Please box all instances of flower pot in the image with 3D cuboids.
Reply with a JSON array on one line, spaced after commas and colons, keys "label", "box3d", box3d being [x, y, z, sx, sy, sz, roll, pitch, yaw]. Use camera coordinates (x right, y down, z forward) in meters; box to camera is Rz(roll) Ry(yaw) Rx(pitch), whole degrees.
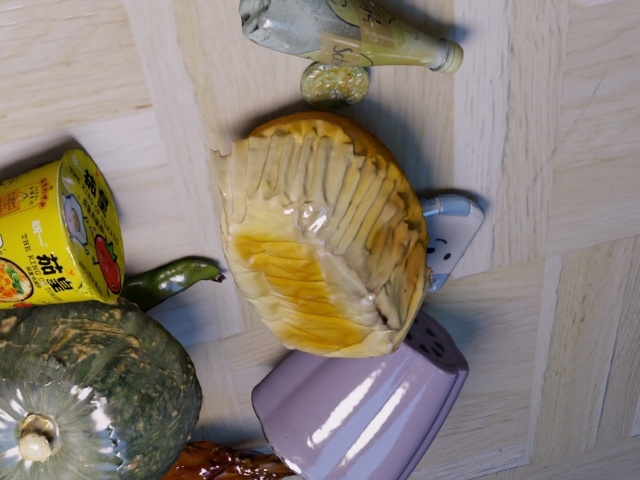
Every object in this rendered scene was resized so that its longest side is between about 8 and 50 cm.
[{"label": "flower pot", "box3d": [0.071, 0.217, 1.691, 0.265, 0.265, 0.243, 21, 117, -39]}]

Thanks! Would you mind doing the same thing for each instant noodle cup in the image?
[{"label": "instant noodle cup", "box3d": [-0.325, -0.001, 1.344, 0.144, 0.182, 0.182, -13, 142, 9]}]

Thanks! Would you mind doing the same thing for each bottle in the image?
[{"label": "bottle", "box3d": [0.043, -0.224, 1.272, 0.270, 0.083, 0.083, 9, 135, -31]}]

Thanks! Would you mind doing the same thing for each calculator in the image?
[{"label": "calculator", "box3d": [0.145, 0.010, 1.632, 0.121, 0.039, 0.210, 4, 138, -23]}]

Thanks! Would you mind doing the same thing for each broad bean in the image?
[{"label": "broad bean", "box3d": [-0.223, 0.066, 1.556, 0.195, 0.046, 0.061, -18, 139, -2]}]

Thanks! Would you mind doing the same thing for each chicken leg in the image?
[{"label": "chicken leg", "box3d": [-0.116, 0.348, 1.780, 0.304, 0.093, 0.113, -9, 125, 11]}]

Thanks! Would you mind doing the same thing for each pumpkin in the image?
[{"label": "pumpkin", "box3d": [-0.318, 0.198, 1.478, 0.328, 0.257, 0.291, -21, 106, 19]}]

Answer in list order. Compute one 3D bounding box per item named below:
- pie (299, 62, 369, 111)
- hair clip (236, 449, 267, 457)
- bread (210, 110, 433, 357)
[{"label": "pie", "box3d": [0.017, -0.183, 1.364, 0.084, 0.021, 0.084, -7, 140, -6]}, {"label": "hair clip", "box3d": [-0.236, 0.382, 1.886, 0.359, 0.095, 0.110, 3, 169, -13]}, {"label": "bread", "box3d": [0.013, 0.002, 1.465, 0.236, 0.183, 0.388, 4, 149, 15]}]
